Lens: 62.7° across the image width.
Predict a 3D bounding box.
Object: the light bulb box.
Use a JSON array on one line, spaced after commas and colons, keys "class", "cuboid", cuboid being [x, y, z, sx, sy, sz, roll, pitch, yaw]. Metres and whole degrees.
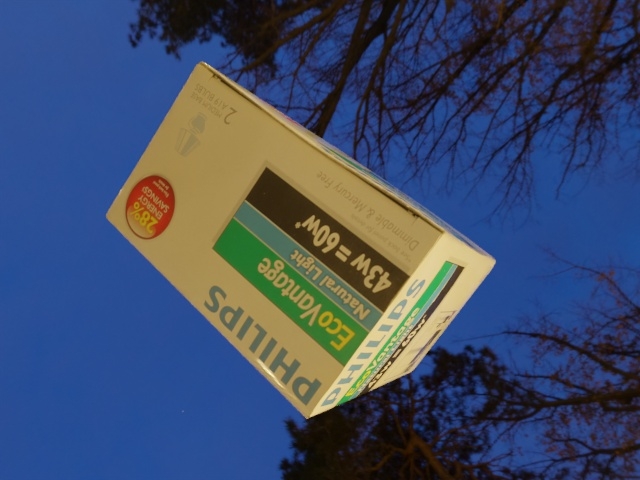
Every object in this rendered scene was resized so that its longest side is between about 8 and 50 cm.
[{"class": "light bulb box", "cuboid": [0.000, 0.000, 0.695, 0.358, 0.361, 0.225, 38, -80, 23]}]
